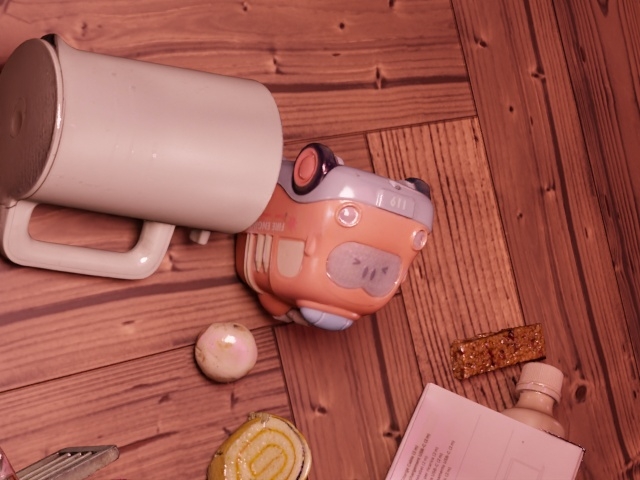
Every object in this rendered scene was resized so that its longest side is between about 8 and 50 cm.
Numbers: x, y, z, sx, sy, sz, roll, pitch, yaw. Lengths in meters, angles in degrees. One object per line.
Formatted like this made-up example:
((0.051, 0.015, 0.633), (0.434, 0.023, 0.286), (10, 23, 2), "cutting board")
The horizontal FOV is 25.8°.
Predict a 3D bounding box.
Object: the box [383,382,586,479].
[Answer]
((0.223, 0.348, 1.987), (0.252, 0.106, 0.203), (23, 62, 4), "box")

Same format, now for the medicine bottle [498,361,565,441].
((0.314, 0.311, 2.138), (0.114, 0.114, 0.252), (32, 61, -30), "medicine bottle")

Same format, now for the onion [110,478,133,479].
((-0.241, 0.344, 1.701), (0.104, 0.115, 0.115), (-49, 121, -83), "onion")

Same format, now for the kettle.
((-0.243, -0.106, 1.748), (0.318, 0.265, 0.205), (7, 45, -38), "kettle")

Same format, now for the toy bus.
((0.000, 0.000, 1.852), (0.194, 0.288, 0.232), (20, 84, -34), "toy bus")

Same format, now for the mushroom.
((-0.124, 0.146, 1.848), (0.083, 0.067, 0.083), (0, 93, 0), "mushroom")

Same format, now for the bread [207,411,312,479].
((-0.085, 0.302, 1.850), (0.156, 0.064, 0.117), (-40, 102, -36), "bread")

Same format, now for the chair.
((-0.385, 0.249, 1.570), (0.270, 0.136, 0.147), (-33, 103, -37), "chair")

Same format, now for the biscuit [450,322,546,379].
((0.281, 0.172, 2.191), (0.199, 0.034, 0.064), (-8, 86, -40), "biscuit")
